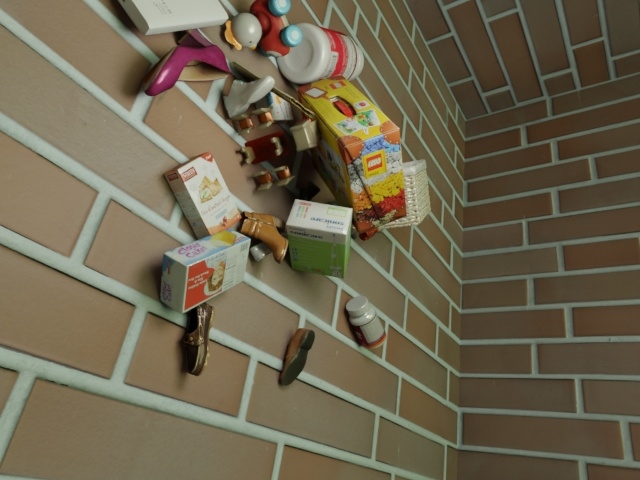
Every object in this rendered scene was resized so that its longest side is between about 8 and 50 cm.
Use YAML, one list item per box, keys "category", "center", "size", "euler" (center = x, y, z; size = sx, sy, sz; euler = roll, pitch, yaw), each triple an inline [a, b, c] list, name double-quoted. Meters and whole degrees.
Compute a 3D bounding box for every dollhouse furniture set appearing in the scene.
- category: "dollhouse furniture set"
  center: [-0.138, -0.332, 1.658]
  size: [0.135, 0.259, 0.261]
  euler: [-51, 126, -63]

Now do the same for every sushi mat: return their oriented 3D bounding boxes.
- category: "sushi mat"
  center: [-0.166, -0.523, 1.665]
  size: [0.019, 0.317, 0.151]
  euler: [-56, 152, 9]

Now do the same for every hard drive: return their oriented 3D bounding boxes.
- category: "hard drive"
  center: [-0.453, -0.731, 1.422]
  size: [0.233, 0.047, 0.353]
  euler: [56, 38, -8]

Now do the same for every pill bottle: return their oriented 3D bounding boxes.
- category: "pill bottle"
  center: [0.199, 0.359, 2.118]
  size: [0.221, 0.121, 0.121]
  euler: [63, 37, -23]
- category: "pill bottle"
  center: [0.018, -0.766, 2.030]
  size: [0.408, 0.229, 0.228]
  euler: [-24, 102, -57]

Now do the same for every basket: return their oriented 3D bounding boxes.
- category: "basket"
  center: [0.324, -0.216, 2.249]
  size: [0.331, 0.329, 0.266]
  euler: [-38, 119, -64]

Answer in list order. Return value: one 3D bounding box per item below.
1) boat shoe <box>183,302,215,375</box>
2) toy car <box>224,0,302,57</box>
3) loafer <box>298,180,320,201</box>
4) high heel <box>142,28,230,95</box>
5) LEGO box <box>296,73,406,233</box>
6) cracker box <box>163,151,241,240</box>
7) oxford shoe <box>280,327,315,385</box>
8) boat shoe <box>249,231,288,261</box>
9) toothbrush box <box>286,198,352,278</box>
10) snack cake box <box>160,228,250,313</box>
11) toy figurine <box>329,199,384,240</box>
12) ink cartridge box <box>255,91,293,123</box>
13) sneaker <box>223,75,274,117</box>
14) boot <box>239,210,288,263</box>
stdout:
- category: "boat shoe"
  center: [-0.351, 0.271, 1.355]
  size: [0.073, 0.073, 0.206]
  euler: [34, 47, -46]
- category: "toy car"
  center: [-0.231, -0.735, 1.721]
  size: [0.238, 0.219, 0.210]
  euler: [-33, 114, -24]
- category: "loafer"
  center: [-0.064, -0.180, 1.925]
  size: [0.061, 0.062, 0.170]
  euler: [48, 36, -7]
- category: "high heel"
  center: [-0.380, -0.492, 1.437]
  size: [0.181, 0.127, 0.377]
  euler: [45, 42, -27]
- category: "LEGO box"
  center: [0.108, -0.330, 1.777]
  size: [0.500, 0.193, 0.372]
  euler: [-119, -169, -47]
- category: "cracker box"
  center: [-0.349, -0.131, 1.458]
  size: [0.155, 0.067, 0.232]
  euler: [-49, 122, -50]
- category: "oxford shoe"
  center: [-0.094, 0.411, 1.716]
  size: [0.076, 0.076, 0.212]
  euler: [47, 61, -43]
- category: "boat shoe"
  center: [-0.181, 0.008, 1.688]
  size: [0.063, 0.066, 0.184]
  euler: [53, 46, -5]
- category: "toothbrush box"
  center: [0.000, 0.000, 1.729]
  size: [0.283, 0.207, 0.122]
  euler: [86, 16, -55]
- category: "snack cake box"
  center: [-0.322, 0.079, 1.373]
  size: [0.264, 0.089, 0.152]
  euler: [-28, 138, -56]
- category: "toy figurine"
  center: [0.155, -0.105, 2.087]
  size: [0.148, 0.210, 0.212]
  euler: [-30, 107, -45]
- category: "ink cartridge box"
  center: [-0.166, -0.501, 1.835]
  size: [0.181, 0.062, 0.104]
  euler: [-23, 102, -57]
- category: "sneaker"
  center: [-0.245, -0.491, 1.578]
  size: [0.080, 0.212, 0.094]
  euler: [-28, 91, -57]
- category: "boot"
  center: [-0.192, -0.012, 1.606]
  size: [0.153, 0.073, 0.197]
  euler: [16, 39, -26]
